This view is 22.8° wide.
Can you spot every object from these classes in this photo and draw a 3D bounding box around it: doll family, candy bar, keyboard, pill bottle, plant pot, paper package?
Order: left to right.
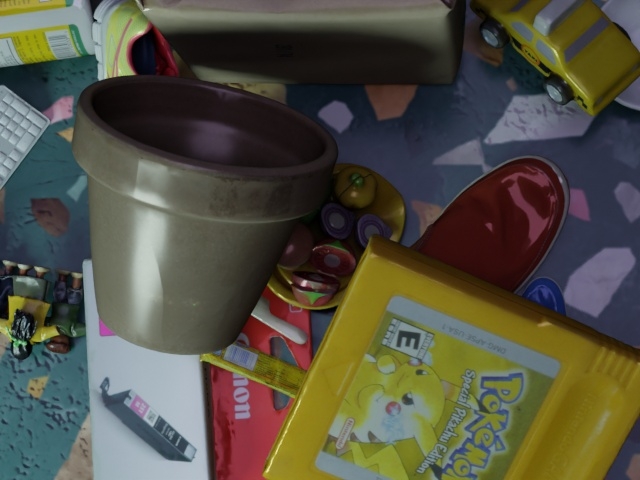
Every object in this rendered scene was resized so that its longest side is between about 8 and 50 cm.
[{"bbox_3d":[-0.403,-0.051,1.765,0.072,0.014,0.256,37,88,-23],"label":"keyboard"},{"bbox_3d":[-0.349,0.077,1.737,0.193,0.076,0.111,10,89,11],"label":"doll family"},{"bbox_3d":[-0.345,-0.250,1.746,0.208,0.117,0.118,-8,83,4],"label":"pill bottle"},{"bbox_3d":[-0.130,-0.016,1.588,0.263,0.263,0.229,15,111,6],"label":"plant pot"},{"bbox_3d":[-0.056,0.139,1.702,0.161,0.018,0.040,24,74,-14],"label":"candy bar"},{"bbox_3d":[-0.007,-0.268,1.615,0.309,0.325,0.168,2,84,6],"label":"paper package"}]

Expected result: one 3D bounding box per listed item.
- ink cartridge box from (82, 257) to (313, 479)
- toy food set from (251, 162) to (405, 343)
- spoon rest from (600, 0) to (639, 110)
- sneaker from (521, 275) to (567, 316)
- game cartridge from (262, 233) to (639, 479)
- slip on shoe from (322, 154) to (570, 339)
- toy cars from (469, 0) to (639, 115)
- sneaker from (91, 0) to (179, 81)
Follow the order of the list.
[{"bbox_3d":[-0.128,0.149,1.715,0.239,0.060,0.275,-4,84,6],"label":"ink cartridge box"},{"bbox_3d":[0.000,0.000,1.690,0.128,0.071,0.218,38,74,9],"label":"toy food set"},{"bbox_3d":[0.395,-0.263,1.703,0.137,0.084,0.276,36,87,8],"label":"spoon rest"},{"bbox_3d":[0.228,0.110,1.675,0.058,0.084,0.152,14,85,6],"label":"sneaker"},{"bbox_3d":[0.141,0.181,1.621,0.323,0.053,0.285,23,108,-3],"label":"game cartridge"},{"bbox_3d":[0.135,0.035,1.684,0.331,0.101,0.123,-41,81,-1],"label":"slip on shoe"},{"bbox_3d":[0.242,-0.322,1.678,0.176,0.087,0.394,-3,69,1],"label":"toy cars"},{"bbox_3d":[-0.191,-0.156,1.701,0.094,0.081,0.208,18,122,44],"label":"sneaker"}]
